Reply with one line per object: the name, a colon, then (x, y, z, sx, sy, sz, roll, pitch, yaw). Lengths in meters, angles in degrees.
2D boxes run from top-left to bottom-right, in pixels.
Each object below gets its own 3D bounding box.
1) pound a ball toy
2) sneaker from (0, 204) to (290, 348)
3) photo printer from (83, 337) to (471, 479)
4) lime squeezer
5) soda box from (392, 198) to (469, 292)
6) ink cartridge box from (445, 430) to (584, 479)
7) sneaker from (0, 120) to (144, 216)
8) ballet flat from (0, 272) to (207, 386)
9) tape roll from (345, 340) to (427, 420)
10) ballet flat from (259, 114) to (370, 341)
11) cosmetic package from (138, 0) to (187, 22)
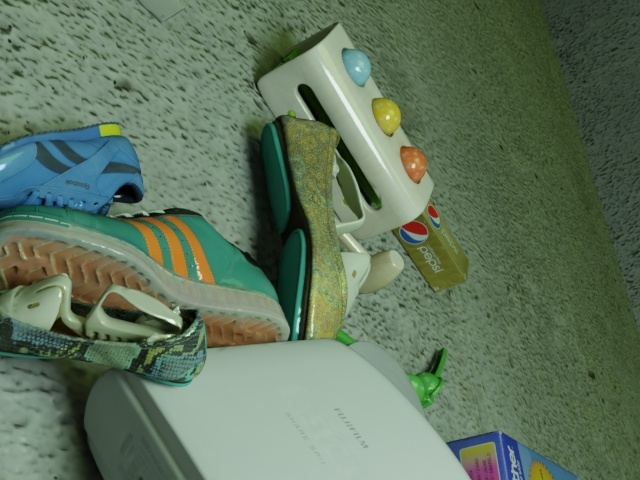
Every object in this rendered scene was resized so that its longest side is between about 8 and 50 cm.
pound a ball toy: (0.051, -0.115, 1.147, 0.319, 0.136, 0.208, 57, 30, -17)
sneaker: (-0.160, 0.024, 0.741, 0.302, 0.108, 0.121, 26, 30, -44)
photo printer: (-0.008, 0.197, 0.712, 0.308, 0.107, 0.256, 3, 37, -47)
lime squeezer: (0.115, 0.185, 1.147, 0.310, 0.058, 0.110, 18, 25, -53)
soda box: (0.168, -0.006, 1.343, 0.181, 0.061, 0.058, 53, 31, -24)
ink cartridge box: (0.244, 0.417, 1.089, 0.395, 0.151, 0.269, 33, 43, -44)
sneaker: (-0.218, -0.045, 0.704, 0.082, 0.069, 0.209, 64, 28, -1)
ballet flat: (-0.174, 0.057, 0.622, 0.189, 0.070, 0.070, 12, 52, -13)
tape roll: (0.047, 0.228, 0.962, 0.219, 0.072, 0.219, 40, 39, -42)
ballet flat: (0.000, 0.000, 0.979, 0.123, 0.123, 0.348, 32, 41, -47)
cosmetic package: (-0.183, -0.318, 0.988, 0.060, 0.041, 0.115, 39, 39, -41)
